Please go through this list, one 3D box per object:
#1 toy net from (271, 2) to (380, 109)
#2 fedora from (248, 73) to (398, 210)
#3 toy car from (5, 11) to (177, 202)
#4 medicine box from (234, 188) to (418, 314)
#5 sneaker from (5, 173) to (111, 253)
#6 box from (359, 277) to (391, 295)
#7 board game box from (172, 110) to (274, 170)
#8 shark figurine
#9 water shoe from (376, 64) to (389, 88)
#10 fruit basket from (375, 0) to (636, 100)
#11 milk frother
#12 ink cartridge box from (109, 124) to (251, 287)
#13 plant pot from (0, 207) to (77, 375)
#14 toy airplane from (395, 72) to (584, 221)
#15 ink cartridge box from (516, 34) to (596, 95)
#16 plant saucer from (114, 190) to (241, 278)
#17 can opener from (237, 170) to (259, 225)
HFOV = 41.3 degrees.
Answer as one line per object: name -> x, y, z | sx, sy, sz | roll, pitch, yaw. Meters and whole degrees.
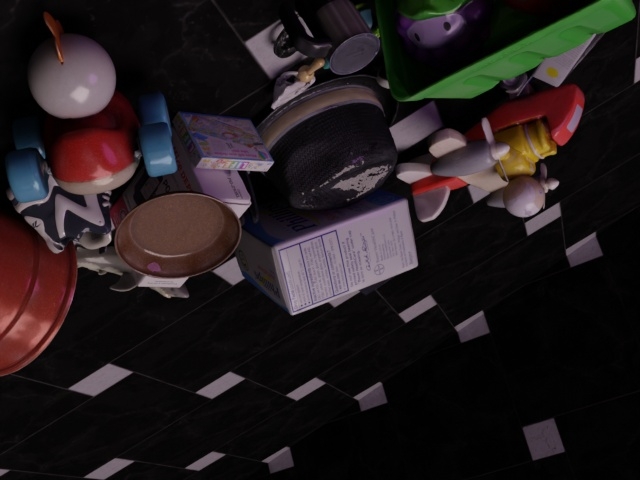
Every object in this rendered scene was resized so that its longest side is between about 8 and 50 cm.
toy net -> 0.002, -0.305, 1.425 | 0.232, 0.045, 0.122 | -35, 178, 19
fedora -> 0.022, -0.156, 1.588 | 0.334, 0.152, 0.334 | -24, 154, -12
toy car -> -0.328, -0.203, 1.153 | 0.219, 0.210, 0.238 | -11, 124, -7
medicine box -> 0.000, 0.000, 1.699 | 0.289, 0.263, 0.149 | -19, 111, -20
sneaker -> -0.346, -0.061, 1.316 | 0.094, 0.153, 0.235 | -22, -171, 44
box -> 0.082, 0.028, 1.996 | 0.093, 0.156, 0.158 | -34, 155, 8
board game box -> -0.163, -0.166, 1.432 | 0.154, 0.103, 0.026 | -1, 143, -45
shark figurine -> -0.387, 0.023, 1.598 | 0.278, 0.166, 0.116 | 13, 108, -33
water shoe -> 0.182, -0.347, 1.519 | 0.203, 0.073, 0.080 | -31, 136, -10
fruit basket -> 0.205, -0.386, 1.176 | 0.392, 0.282, 0.392 | -7, 162, -2
milk frother -> 0.002, -0.305, 1.305 | 0.129, 0.134, 0.143 | -21, 154, -13
ink cartridge box -> -0.247, -0.056, 1.466 | 0.100, 0.172, 0.237 | 5, 138, -46
plant pot -> -0.553, 0.040, 1.249 | 0.272, 0.272, 0.265 | -35, 147, 13
toy airplane -> 0.360, -0.151, 1.814 | 0.386, 0.272, 0.384 | -19, 154, -22
ink cartridge box -> 0.507, -0.417, 1.523 | 0.303, 0.072, 0.307 | -48, 170, -24
plant saucer -> -0.226, -0.015, 1.345 | 0.199, 0.036, 0.198 | -10, 140, -8
can opener -> -0.144, -0.098, 1.489 | 0.059, 0.186, 0.073 | -21, 141, -10
